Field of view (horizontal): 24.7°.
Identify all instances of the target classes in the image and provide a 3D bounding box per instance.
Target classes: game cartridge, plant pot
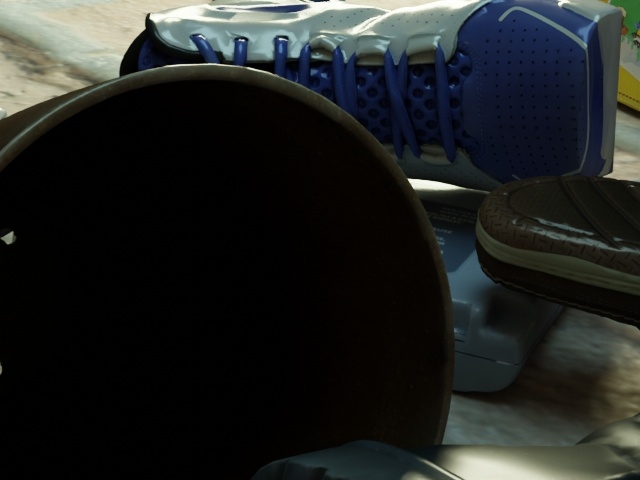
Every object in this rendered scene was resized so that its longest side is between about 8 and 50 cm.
[{"bbox_3d":[0.000,0.000,0.851,0.297,0.062,0.198,12,20,21],"label":"game cartridge"},{"bbox_3d":[-0.101,0.038,0.584,0.215,0.215,0.230,-12,12,-32],"label":"plant pot"}]

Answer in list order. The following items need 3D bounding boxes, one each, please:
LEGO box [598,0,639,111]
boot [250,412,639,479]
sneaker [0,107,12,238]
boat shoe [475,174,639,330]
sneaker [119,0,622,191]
[{"bbox_3d":[0.486,-0.161,1.124,0.372,0.193,0.500,-8,25,-25],"label":"LEGO box"},{"bbox_3d":[0.251,0.132,0.480,0.445,0.146,0.367,-6,26,-32],"label":"boot"},{"bbox_3d":[-0.256,-0.010,0.711,0.094,0.153,0.235,53,21,15],"label":"sneaker"},{"bbox_3d":[0.197,0.037,0.734,0.257,0.095,0.095,9,28,-6],"label":"boat shoe"},{"bbox_3d":[-0.001,-0.075,0.829,0.315,0.128,0.182,13,27,39],"label":"sneaker"}]
